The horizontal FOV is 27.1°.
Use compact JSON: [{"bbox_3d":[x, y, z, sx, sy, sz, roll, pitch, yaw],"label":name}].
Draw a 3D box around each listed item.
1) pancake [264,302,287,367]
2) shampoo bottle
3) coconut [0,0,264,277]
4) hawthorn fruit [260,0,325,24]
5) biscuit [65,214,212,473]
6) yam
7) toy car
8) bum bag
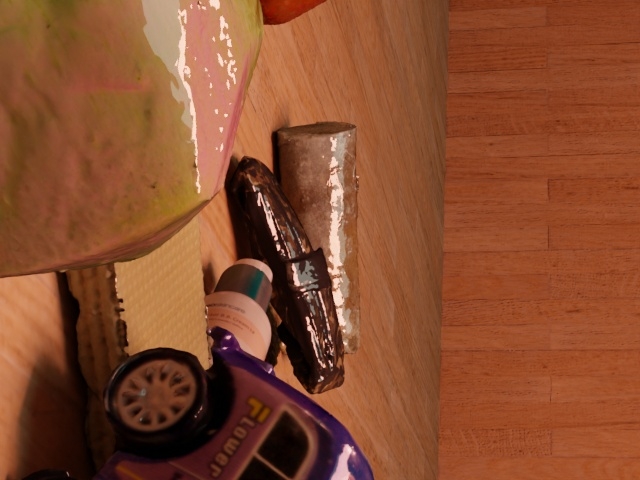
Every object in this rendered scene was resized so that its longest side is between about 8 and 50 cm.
[{"bbox_3d":[-0.054,0.112,1.346,0.184,0.020,0.190,73,18,-56],"label":"pancake"},{"bbox_3d":[-0.075,0.072,1.104,0.192,0.074,0.074,-71,157,-59],"label":"shampoo bottle"},{"bbox_3d":[-0.123,-0.083,0.561,0.236,0.204,0.236,45,-25,28],"label":"coconut"},{"bbox_3d":[-0.042,-0.282,1.196,0.203,0.162,0.163,-116,-160,-72],"label":"hawthorn fruit"},{"bbox_3d":[-0.125,0.038,0.910,0.150,0.052,0.252,-55,145,-65],"label":"biscuit"},{"bbox_3d":[0.000,0.000,1.463,0.093,0.093,0.259,-31,119,-77],"label":"yam"},{"bbox_3d":[-0.071,0.187,0.799,0.235,0.158,0.172,-49,147,-26],"label":"toy car"},{"bbox_3d":[-0.026,0.030,1.296,0.102,0.069,0.248,-39,115,-58],"label":"bum bag"}]
